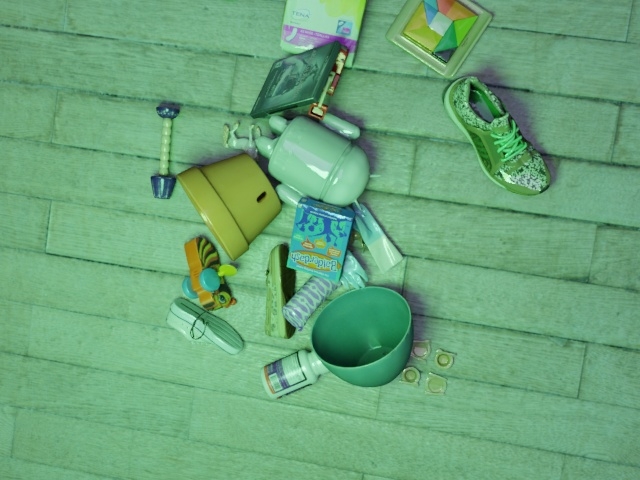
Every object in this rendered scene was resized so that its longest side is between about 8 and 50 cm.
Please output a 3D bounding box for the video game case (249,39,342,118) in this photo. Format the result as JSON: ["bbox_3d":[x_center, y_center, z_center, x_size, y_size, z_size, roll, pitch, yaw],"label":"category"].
[{"bbox_3d":[-0.074,-0.445,1.596,0.026,0.274,0.196,36,66,-37],"label":"video game case"}]

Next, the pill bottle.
[{"bbox_3d":[-0.072,0.391,1.707,0.193,0.108,0.108,-24,90,6],"label":"pill bottle"}]

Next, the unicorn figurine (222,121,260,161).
[{"bbox_3d":[-0.225,-0.295,1.721,0.162,0.060,0.111,12,90,30],"label":"unicorn figurine"}]

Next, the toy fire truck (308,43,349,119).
[{"bbox_3d":[0.025,-0.444,1.588,0.047,0.135,0.192,21,117,-3],"label":"toy fire truck"}]

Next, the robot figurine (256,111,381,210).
[{"bbox_3d":[-0.008,-0.220,1.630,0.353,0.200,0.300,29,87,4],"label":"robot figurine"}]

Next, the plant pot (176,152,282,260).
[{"bbox_3d":[-0.248,-0.116,1.634,0.203,0.291,0.291,-34,89,-10],"label":"plant pot"}]

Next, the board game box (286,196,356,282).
[{"bbox_3d":[0.000,0.000,1.592,0.160,0.047,0.210,16,120,10],"label":"board game box"}]

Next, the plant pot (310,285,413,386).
[{"bbox_3d":[0.140,0.301,1.623,0.290,0.290,0.195,-21,126,6],"label":"plant pot"}]

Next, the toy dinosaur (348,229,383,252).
[{"bbox_3d":[0.092,-0.014,1.712,0.183,0.053,0.093,10,78,-2],"label":"toy dinosaur"}]

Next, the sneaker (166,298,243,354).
[{"bbox_3d":[-0.356,0.279,1.751,0.258,0.094,0.091,34,113,8],"label":"sneaker"}]

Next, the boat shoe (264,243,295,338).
[{"bbox_3d":[-0.133,0.154,1.706,0.089,0.104,0.285,0,94,23],"label":"boat shoe"}]

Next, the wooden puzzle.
[{"bbox_3d":[0.342,-0.624,1.657,0.238,0.044,0.221,34,95,4],"label":"wooden puzzle"}]

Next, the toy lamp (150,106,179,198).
[{"bbox_3d":[-0.472,-0.263,1.738,0.080,0.080,0.275,5,94,6],"label":"toy lamp"}]

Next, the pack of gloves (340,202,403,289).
[{"bbox_3d":[0.103,0.015,1.656,0.195,0.046,0.232,-37,90,-11],"label":"pack of gloves"}]

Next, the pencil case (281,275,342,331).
[{"bbox_3d":[-0.022,0.163,1.669,0.206,0.086,0.088,-44,109,-24],"label":"pencil case"}]

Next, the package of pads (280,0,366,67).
[{"bbox_3d":[0.014,-0.669,1.628,0.229,0.101,0.297,14,110,3],"label":"package of pads"}]

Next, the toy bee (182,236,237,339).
[{"bbox_3d":[-0.335,0.148,1.722,0.195,0.162,0.298,2,78,36],"label":"toy bee"}]

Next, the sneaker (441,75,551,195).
[{"bbox_3d":[0.493,-0.291,1.585,0.158,0.182,0.410,-40,88,6],"label":"sneaker"}]

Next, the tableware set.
[{"bbox_3d":[0.321,0.382,1.711,0.141,0.020,0.169,16,94,5],"label":"tableware set"}]
